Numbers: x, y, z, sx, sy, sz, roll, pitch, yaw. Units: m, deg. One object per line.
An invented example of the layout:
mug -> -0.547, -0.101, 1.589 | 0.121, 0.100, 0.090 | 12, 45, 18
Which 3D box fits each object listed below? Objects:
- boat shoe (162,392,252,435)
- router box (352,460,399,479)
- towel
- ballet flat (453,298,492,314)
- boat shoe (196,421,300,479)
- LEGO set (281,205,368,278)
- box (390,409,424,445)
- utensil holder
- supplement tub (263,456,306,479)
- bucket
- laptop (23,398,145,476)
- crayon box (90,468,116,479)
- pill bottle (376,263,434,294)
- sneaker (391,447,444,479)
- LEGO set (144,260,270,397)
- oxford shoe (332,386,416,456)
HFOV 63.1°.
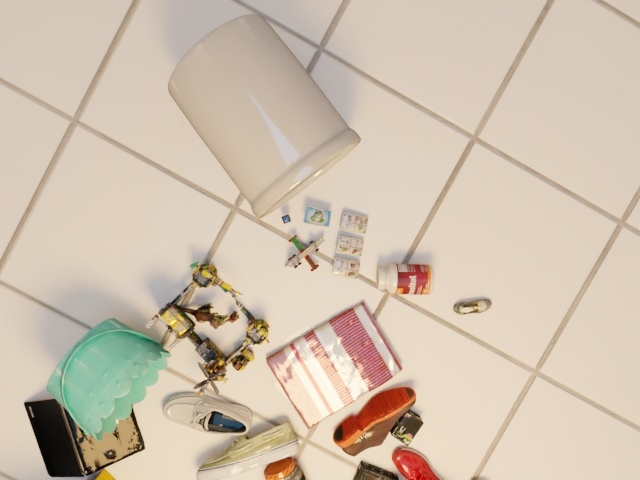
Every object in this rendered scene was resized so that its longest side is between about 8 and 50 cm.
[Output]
boat shoe -> -0.321, 0.493, 1.468 | 0.257, 0.084, 0.095 | 6, 94, -3
router box -> 0.157, 0.713, 1.523 | 0.122, 0.038, 0.092 | 22, 93, -3
towel -> 0.041, 0.356, 1.496 | 0.328, 0.037, 0.237 | -31, 93, -1
ballet flat -> 0.440, 0.193, 1.493 | 0.114, 0.041, 0.041 | -9, 95, -2
boat shoe -> -0.209, 0.604, 1.484 | 0.302, 0.109, 0.094 | -17, 70, -4
LEGO set -> 0.000, 0.000, 1.471 | 0.244, 0.060, 0.183 | 10, 90, -11
box -> 0.247, 0.535, 1.506 | 0.062, 0.052, 0.083 | 34, 92, -5
utensil holder -> -0.143, -0.302, 1.300 | 0.327, 0.327, 0.386 | -38, 92, 1
supplement tub -> -0.085, 0.723, 1.477 | 0.116, 0.117, 0.191 | -22, 95, 0
bucket -> -0.550, 0.351, 1.360 | 0.183, 0.281, 0.281 | 36, 92, 4
laptop -> -0.675, 0.533, 1.496 | 0.264, 0.136, 0.235 | -19, 96, -26
crayon box -> -0.555, 0.820, 1.345 | 0.106, 0.363, 0.313 | -43, 94, 2
pill bottle -> 0.235, 0.108, 1.457 | 0.151, 0.086, 0.086 | 1, 94, -2
sneaker -> 0.302, 0.691, 1.481 | 0.221, 0.128, 0.087 | 39, 92, -4
LEGO set -> -0.299, 0.231, 1.395 | 0.254, 0.192, 0.331 | -34, 95, 1
oxford shoe -> 0.169, 0.518, 1.494 | 0.271, 0.097, 0.098 | -35, 112, 7
